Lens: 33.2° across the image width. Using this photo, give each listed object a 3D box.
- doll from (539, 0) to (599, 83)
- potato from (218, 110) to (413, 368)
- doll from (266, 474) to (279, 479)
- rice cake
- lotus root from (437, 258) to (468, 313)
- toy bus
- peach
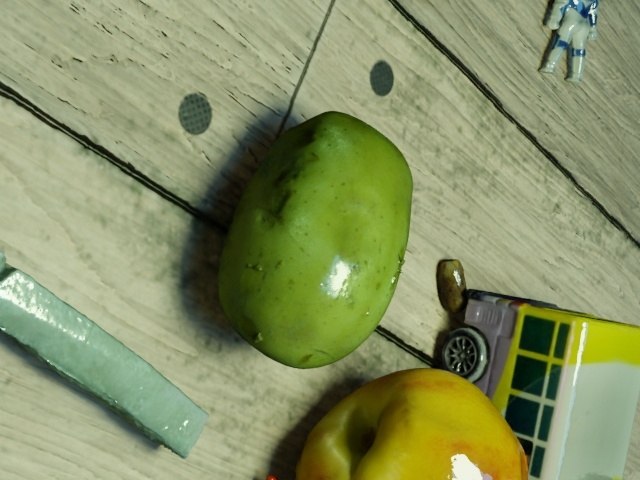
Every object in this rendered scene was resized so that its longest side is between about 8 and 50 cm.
[{"bbox_3d":[0.406,-0.369,1.709,0.114,0.057,0.227,8,97,-39],"label":"doll"},{"bbox_3d":[-0.003,-0.001,1.236,0.216,0.216,0.304,33,60,-42],"label":"potato"},{"bbox_3d":[-0.040,0.374,1.334,0.169,0.057,0.109,45,61,-37],"label":"doll"},{"bbox_3d":[-0.240,0.121,1.108,0.336,0.063,0.066,47,62,-37],"label":"rice cake"},{"bbox_3d":[0.190,0.069,1.547,0.030,0.037,0.083,-24,111,-37],"label":"lotus root"},{"bbox_3d":[0.302,0.309,1.524,0.209,0.249,0.439,12,90,-45],"label":"toy bus"},{"bbox_3d":[0.128,0.314,1.347,0.308,0.289,0.289,50,60,-30],"label":"peach"}]
